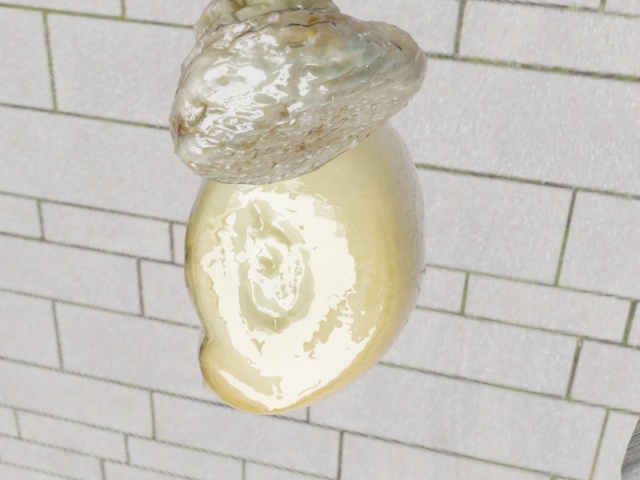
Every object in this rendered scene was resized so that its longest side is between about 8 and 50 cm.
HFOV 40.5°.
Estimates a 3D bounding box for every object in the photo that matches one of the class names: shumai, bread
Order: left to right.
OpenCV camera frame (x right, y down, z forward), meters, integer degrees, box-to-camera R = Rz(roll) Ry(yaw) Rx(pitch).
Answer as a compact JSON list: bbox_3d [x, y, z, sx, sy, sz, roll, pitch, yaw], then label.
[{"bbox_3d":[-0.028,-0.137,0.628,0.161,0.210,0.152,-41,71,57],"label":"shumai"},{"bbox_3d":[0.000,0.000,1.039,0.253,0.376,0.347,3,100,5],"label":"bread"}]

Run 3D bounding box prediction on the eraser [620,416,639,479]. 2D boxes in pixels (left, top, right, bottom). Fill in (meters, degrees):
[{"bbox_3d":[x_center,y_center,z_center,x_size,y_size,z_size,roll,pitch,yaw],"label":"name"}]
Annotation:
[{"bbox_3d":[0.302,0.255,0.566,0.077,0.352,0.111,9,144,-35],"label":"eraser"}]
